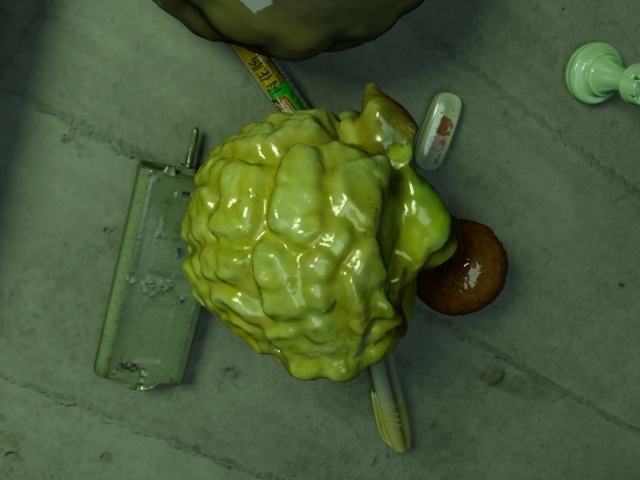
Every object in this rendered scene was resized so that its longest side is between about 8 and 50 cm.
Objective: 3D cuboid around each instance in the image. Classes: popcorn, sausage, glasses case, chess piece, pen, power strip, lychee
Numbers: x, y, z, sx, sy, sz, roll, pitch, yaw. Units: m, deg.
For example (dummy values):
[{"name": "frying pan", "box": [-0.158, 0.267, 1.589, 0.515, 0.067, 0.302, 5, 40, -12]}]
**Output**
[{"name": "popcorn", "box": [0.000, 0.000, 0.766, 0.257, 0.224, 0.271, -31, 144, -47]}, {"name": "sausage", "box": [-0.046, -0.153, 0.816, 0.029, 0.029, 0.223, -39, 117, -4]}, {"name": "glasses case", "box": [0.122, -0.114, 0.898, 0.032, 0.021, 0.083, 13, 104, -26]}, {"name": "chess piece", "box": [0.312, -0.170, 0.904, 0.067, 0.103, 0.067, -7, 111, -18]}, {"name": "pen", "box": [0.066, 0.142, 0.967, 0.040, 0.032, 0.234, -12, 113, 9]}, {"name": "power strip", "box": [-0.150, 0.020, 0.836, 0.092, 0.034, 0.268, 9, 105, -23]}, {"name": "lychee", "box": [0.136, 0.031, 0.912, 0.140, 0.114, 0.101, -13, 89, -36]}]

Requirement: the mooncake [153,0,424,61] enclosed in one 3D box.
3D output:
[{"name": "mooncake", "box": [-0.030, -0.290, 0.686, 0.290, 0.161, 0.291, -5, 101, -26]}]
